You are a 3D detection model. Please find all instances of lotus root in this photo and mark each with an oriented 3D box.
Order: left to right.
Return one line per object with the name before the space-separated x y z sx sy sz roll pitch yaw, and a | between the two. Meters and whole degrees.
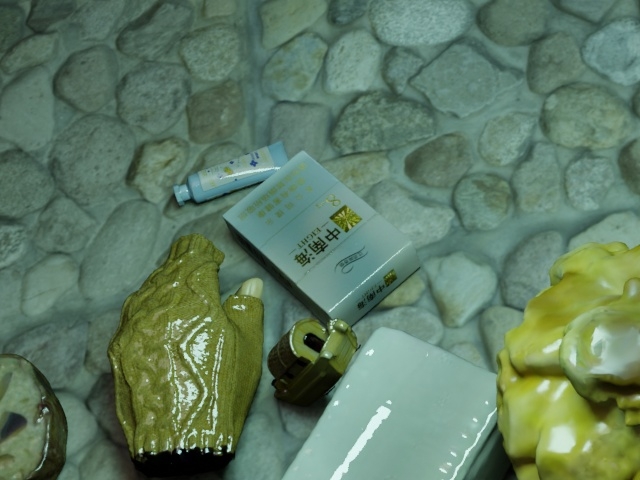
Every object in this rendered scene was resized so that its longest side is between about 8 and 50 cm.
lotus root | -0.420 0.273 2.142 0.170 0.074 0.261 -1 56 14

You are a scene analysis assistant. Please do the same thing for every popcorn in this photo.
popcorn | 0.387 0.172 1.810 0.354 0.390 0.344 -54 21 29

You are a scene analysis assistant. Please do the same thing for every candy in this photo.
candy | 0.080 0.295 1.923 0.208 0.145 0.359 21 65 27

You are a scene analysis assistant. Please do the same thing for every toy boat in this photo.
toy boat | -0.019 0.151 2.023 0.088 0.226 0.068 30 64 -6

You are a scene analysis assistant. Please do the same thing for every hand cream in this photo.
hand cream | -0.127 -0.093 2.326 0.170 0.043 0.065 -20 52 0

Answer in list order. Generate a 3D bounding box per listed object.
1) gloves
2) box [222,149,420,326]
gloves | -0.174 0.139 2.107 0.203 0.155 0.356 -8 50 7
box | 0.000 0.000 2.204 0.155 0.067 0.243 -42 54 -12
